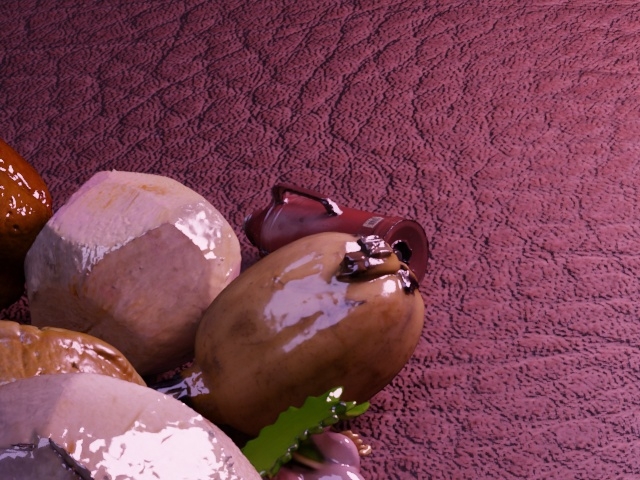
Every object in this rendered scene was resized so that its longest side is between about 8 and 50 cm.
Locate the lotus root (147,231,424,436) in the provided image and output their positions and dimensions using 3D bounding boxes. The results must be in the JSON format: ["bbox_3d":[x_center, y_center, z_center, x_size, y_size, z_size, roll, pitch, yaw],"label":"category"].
[{"bbox_3d":[-0.042,0.113,1.765,0.310,0.183,0.183,-32,42,-6],"label":"lotus root"}]

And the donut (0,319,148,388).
[{"bbox_3d":[-0.281,0.184,1.646,0.261,0.208,0.128,12,31,-24],"label":"donut"}]

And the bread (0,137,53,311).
[{"bbox_3d":[-0.405,-0.007,1.963,0.232,0.135,0.246,-52,26,9],"label":"bread"}]

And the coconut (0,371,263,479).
[{"bbox_3d":[-0.192,0.284,1.451,0.346,0.360,0.346,-1,78,2],"label":"coconut"}]

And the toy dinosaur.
[{"bbox_3d":[0.025,0.238,1.629,0.152,0.177,0.194,-41,18,-26],"label":"toy dinosaur"}]

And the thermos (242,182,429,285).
[{"bbox_3d":[0.002,-0.002,1.936,0.232,0.124,0.099,15,42,39],"label":"thermos"}]

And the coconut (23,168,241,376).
[{"bbox_3d":[-0.198,0.035,1.871,0.237,0.197,0.237,-7,35,5],"label":"coconut"}]
